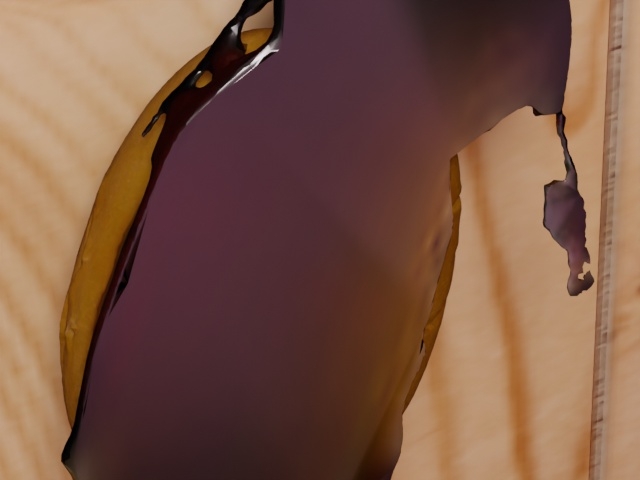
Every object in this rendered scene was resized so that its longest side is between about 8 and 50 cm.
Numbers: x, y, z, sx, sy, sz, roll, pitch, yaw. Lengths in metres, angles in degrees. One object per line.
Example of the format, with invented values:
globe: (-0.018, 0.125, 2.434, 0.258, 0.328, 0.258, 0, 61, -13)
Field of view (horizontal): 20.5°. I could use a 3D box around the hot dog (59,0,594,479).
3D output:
hot dog: (-0.006, 0.000, 0.747, 0.194, 0.107, 0.326, 29, 101, -26)
